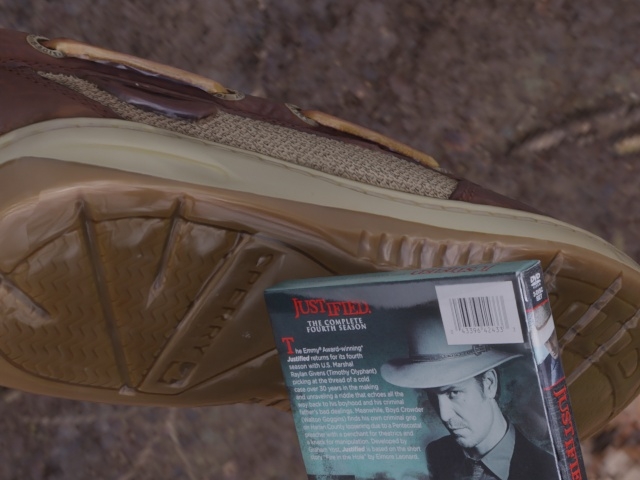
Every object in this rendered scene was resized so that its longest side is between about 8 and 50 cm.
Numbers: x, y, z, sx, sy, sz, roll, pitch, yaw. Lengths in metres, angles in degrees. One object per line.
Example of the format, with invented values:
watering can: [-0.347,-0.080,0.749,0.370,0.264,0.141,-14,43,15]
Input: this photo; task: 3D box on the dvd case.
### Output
dvd case: [0.033,0.066,0.449,0.013,0.087,0.119,-25,104,-48]

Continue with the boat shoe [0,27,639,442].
boat shoe: [0.000,0.000,0.620,0.342,0.123,0.123,13,126,-41]
